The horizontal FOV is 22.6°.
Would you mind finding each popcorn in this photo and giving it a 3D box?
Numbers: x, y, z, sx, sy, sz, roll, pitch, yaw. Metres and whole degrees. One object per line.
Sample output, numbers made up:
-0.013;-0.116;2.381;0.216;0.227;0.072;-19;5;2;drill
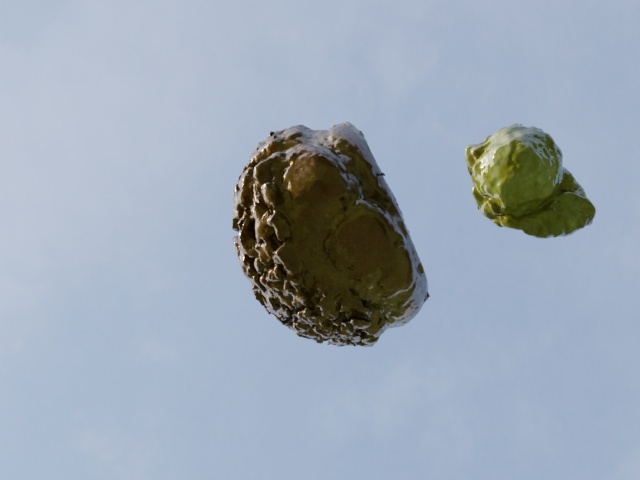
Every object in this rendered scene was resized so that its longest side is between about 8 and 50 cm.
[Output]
0.122;-0.032;0.947;0.059;0.068;0.083;-44;-103;-7;popcorn

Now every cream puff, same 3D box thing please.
0.000;0.000;1.095;0.115;0.165;0.150;-27;-37;-4;cream puff
